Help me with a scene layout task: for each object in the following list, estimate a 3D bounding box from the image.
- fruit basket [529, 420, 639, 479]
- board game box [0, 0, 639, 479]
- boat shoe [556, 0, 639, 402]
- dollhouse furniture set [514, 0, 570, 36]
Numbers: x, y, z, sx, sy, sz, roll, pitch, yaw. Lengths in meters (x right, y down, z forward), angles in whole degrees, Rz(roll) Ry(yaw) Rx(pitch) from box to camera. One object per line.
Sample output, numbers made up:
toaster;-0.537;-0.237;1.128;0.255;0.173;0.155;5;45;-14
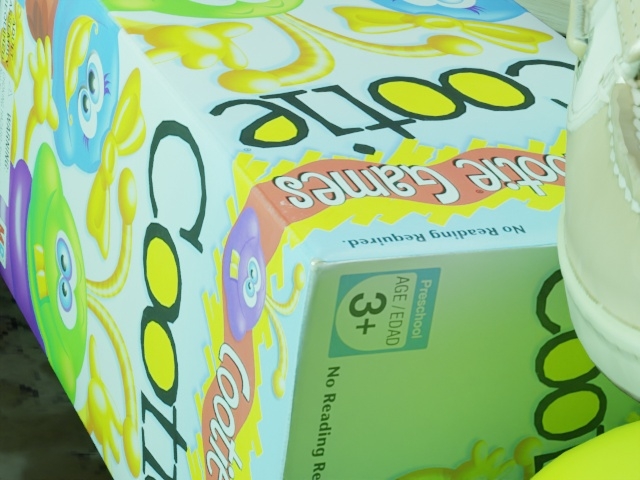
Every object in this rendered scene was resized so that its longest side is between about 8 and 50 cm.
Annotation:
fruit basket;0.223;0.102;0.398;0.392;0.283;0.392;-35;14;10
board game box;0.000;0.000;0.599;0.142;0.144;0.275;-4;28;-24
boat shoe;0.103;-0.054;0.429;0.109;0.098;0.302;-9;20;14
dollhouse furniture set;0.213;-0.241;1.110;0.212;0.242;0.161;21;27;30
